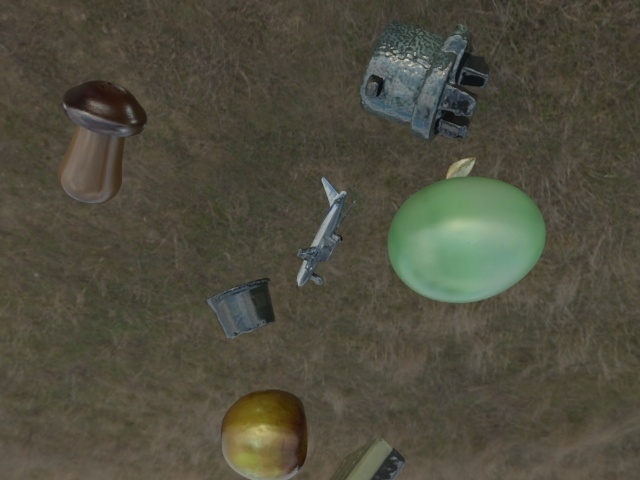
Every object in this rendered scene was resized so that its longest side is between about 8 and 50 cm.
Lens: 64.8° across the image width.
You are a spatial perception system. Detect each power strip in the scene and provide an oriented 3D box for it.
[{"bbox_3d":[0.066,0.434,0.915,0.070,0.105,0.256,40,150,14],"label":"power strip"}]

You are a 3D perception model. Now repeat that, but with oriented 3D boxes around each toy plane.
[{"bbox_3d":[0.003,0.000,0.879,0.058,0.226,0.226,24,122,16],"label":"toy plane"}]

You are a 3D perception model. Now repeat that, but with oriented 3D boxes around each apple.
[{"bbox_3d":[-0.097,0.335,0.883,0.147,0.163,0.146,-2,101,-3],"label":"apple"}]

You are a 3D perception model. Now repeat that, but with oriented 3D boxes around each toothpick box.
[{"bbox_3d":[-0.554,-0.248,1.258,0.192,0.192,0.294,20,121,-17],"label":"toothpick box"}]

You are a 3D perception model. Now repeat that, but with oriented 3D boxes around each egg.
[{"bbox_3d":[0.253,-0.003,0.890,0.270,0.220,0.220,-12,143,-2],"label":"egg"}]

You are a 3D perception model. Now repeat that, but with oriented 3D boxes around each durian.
[{"bbox_3d":[0.368,-0.178,1.338,0.052,0.130,0.066,57,160,-13],"label":"durian"}]

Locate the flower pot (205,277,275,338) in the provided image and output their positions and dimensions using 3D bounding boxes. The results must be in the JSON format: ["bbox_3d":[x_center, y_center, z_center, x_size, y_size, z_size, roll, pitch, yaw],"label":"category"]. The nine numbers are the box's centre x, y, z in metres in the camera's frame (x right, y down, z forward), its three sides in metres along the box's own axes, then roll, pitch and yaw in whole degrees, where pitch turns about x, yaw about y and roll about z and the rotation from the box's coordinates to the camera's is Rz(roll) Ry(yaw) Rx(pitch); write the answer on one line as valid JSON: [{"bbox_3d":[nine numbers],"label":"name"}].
[{"bbox_3d":[-0.173,0.160,1.161,0.157,0.107,0.157,-22,171,-3],"label":"flower pot"}]

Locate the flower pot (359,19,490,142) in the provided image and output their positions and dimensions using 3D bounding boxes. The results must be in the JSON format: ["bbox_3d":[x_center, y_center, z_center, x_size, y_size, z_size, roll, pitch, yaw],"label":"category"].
[{"bbox_3d":[0.272,-0.404,1.262,0.283,0.299,0.299,26,146,13],"label":"flower pot"}]
